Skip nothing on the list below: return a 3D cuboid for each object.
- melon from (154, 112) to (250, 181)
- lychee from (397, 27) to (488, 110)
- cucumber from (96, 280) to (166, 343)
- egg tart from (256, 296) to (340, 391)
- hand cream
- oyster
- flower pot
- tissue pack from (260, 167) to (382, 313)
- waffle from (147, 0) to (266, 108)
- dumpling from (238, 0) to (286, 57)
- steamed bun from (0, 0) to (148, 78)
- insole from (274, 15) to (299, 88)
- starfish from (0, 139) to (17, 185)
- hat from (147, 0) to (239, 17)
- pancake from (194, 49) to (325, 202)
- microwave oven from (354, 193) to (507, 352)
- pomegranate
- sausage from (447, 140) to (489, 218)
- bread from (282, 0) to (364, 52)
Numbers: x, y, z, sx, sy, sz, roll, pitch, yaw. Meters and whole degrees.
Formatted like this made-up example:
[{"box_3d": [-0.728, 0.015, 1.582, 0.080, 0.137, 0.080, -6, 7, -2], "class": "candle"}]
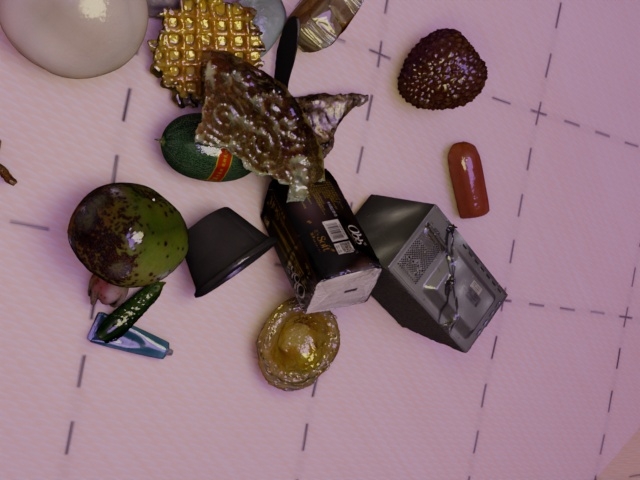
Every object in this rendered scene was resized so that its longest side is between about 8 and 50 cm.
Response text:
[{"box_3d": [-0.293, -0.244, 1.607, 0.288, 0.182, 0.182, 5, 94, -28], "class": "melon"}, {"box_3d": [0.366, -0.514, 1.896, 0.272, 0.271, 0.271, -3, 97, -27], "class": "lychee"}, {"box_3d": [-0.491, 0.180, 1.606, 0.227, 0.069, 0.069, -47, 115, -31], "class": "cucumber"}, {"box_3d": [-0.074, 0.302, 1.817, 0.288, 0.118, 0.288, -4, 97, -29], "class": "egg tart"}, {"box_3d": [-0.500, 0.264, 1.639, 0.224, 0.048, 0.083, 24, 82, -23], "class": "hand cream"}, {"box_3d": [-0.034, -0.319, 1.779, 0.204, 0.111, 0.396, 36, 83, -23], "class": "oyster"}, {"box_3d": [-0.265, 0.017, 1.636, 0.269, 0.269, 0.166, -37, 91, -19], "class": "flower pot"}, {"box_3d": [0.000, 0.000, 1.671, 0.210, 0.198, 0.369, -7, 54, -27], "class": "tissue pack"}, {"box_3d": [-0.298, -0.485, 1.594, 0.330, 0.062, 0.329, -9, 123, -14], "class": "waffle"}, {"box_3d": [-0.179, -0.595, 1.670, 0.149, 0.105, 0.216, 30, 84, -28], "class": "dumpling"}, {"box_3d": [-0.552, -0.520, 1.380, 0.325, 0.206, 0.324, -15, 128, -20], "class": "steamed bun"}, {"box_3d": [-0.099, -0.457, 1.688, 0.012, 0.110, 0.309, -2, 109, -34], "class": "insole"}, {"box_3d": [-0.811, -0.159, 1.409, 0.190, 0.074, 0.146, -15, 101, -25], "class": "starfish"}, {"box_3d": [-0.320, -0.644, 1.577, 0.226, 0.164, 0.219, 25, 85, -6], "class": "hat"}, {"box_3d": [-0.149, -0.286, 1.589, 0.427, 0.067, 0.304, 33, 61, -27], "class": "pancake"}, {"box_3d": [0.301, 0.098, 1.853, 0.432, 0.374, 0.236, 45, 74, -29], "class": "microwave oven"}, {"box_3d": [-0.494, 0.027, 1.514, 0.285, 0.285, 0.340, 20, 113, -28], "class": "pomegranate"}, {"box_3d": [0.495, -0.204, 2.061, 0.114, 0.114, 0.259, -22, 106, -24], "class": "sausage"}, {"box_3d": [0.007, -0.620, 1.707, 0.110, 0.210, 0.192, 41, 77, -30], "class": "bread"}]
